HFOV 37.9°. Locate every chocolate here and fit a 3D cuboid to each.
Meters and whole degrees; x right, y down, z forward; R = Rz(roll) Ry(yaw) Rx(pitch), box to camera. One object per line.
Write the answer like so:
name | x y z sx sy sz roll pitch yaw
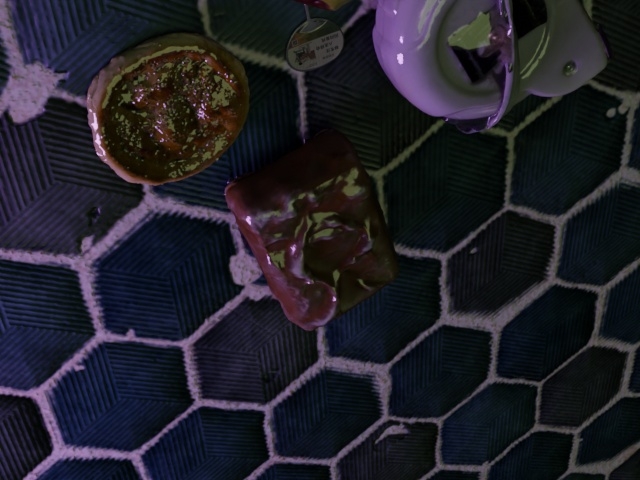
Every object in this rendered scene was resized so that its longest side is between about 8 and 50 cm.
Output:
chocolate | 0.000 0.000 0.983 0.148 0.093 0.214 -29 133 -3

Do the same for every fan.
fan | -0.013 -0.191 0.886 0.060 0.003 0.080 -44 133 9

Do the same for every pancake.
pancake | -0.138 -0.118 0.863 0.158 0.028 0.158 -14 128 -19

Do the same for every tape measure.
tape measure | 0.149 -0.207 0.884 0.197 0.120 0.236 -38 128 6

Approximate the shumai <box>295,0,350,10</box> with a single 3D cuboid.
shumai | 0.029 -0.320 0.718 0.263 0.304 0.309 -20 138 36
